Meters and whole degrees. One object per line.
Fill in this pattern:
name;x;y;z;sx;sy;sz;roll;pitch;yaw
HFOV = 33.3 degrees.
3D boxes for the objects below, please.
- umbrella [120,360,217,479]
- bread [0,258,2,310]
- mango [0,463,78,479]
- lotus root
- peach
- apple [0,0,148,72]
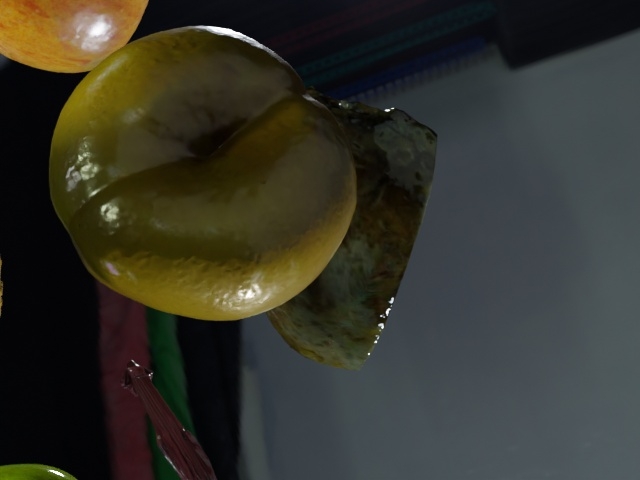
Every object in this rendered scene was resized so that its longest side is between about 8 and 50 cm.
umbrella;-0.102;0.149;0.770;0.165;0.027;0.025;52;165;32
bread;-0.345;0.040;0.934;0.073;0.122;0.149;19;106;62
mango;-0.242;0.231;0.807;0.089;0.163;0.117;61;-158;-64
lotus root;0.001;0.004;1.109;0.314;0.210;0.142;92;-166;-47
peach;-0.094;-0.054;0.858;0.153;0.251;0.251;-51;45;50
apple;-0.335;-0.357;1.263;0.275;0.299;0.299;21;-138;-33
